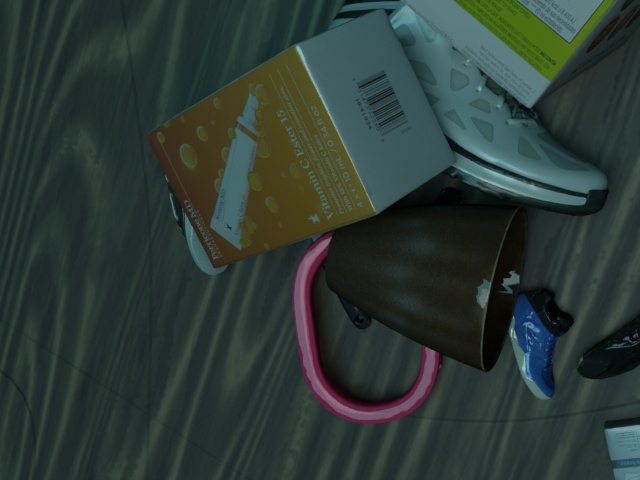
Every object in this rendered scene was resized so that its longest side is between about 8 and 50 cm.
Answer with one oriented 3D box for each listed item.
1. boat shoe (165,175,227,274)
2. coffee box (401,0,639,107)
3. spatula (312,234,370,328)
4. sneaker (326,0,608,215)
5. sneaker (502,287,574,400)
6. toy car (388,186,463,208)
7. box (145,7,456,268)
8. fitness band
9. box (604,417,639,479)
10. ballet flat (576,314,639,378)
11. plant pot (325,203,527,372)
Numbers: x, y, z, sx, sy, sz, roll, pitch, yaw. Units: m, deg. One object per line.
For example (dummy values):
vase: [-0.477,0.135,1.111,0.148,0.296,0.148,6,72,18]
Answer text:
boat shoe: [-0.191,-0.055,1.459,0.070,0.077,0.219,-2,101,55]
coffee box: [0.263,-0.413,1.052,0.338,0.337,0.334,43,130,10]
spatula: [0.000,0.000,1.412,0.084,0.030,0.296,-26,87,22]
sneaker: [0.205,-0.222,1.237,0.447,0.169,0.257,29,107,17]
sneaker: [0.313,0.141,1.300,0.084,0.058,0.152,-22,82,29]
toy car: [0.148,-0.049,1.360,0.122,0.060,0.040,9,144,35]
box: [-0.036,-0.120,1.220,0.345,0.168,0.215,-19,100,49]
fitness band: [0.067,0.120,1.372,0.209,0.054,0.291,-7,93,11]
box: [0.476,0.330,1.275,0.145,0.038,0.186,-12,93,21]
ballet flat: [0.422,0.134,1.276,0.173,0.049,0.057,-39,110,25]
plant pot: [0.131,0.041,1.237,0.230,0.215,0.215,12,100,21]
